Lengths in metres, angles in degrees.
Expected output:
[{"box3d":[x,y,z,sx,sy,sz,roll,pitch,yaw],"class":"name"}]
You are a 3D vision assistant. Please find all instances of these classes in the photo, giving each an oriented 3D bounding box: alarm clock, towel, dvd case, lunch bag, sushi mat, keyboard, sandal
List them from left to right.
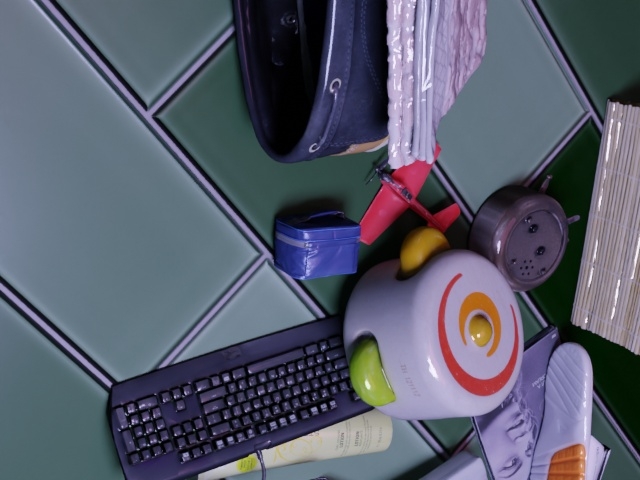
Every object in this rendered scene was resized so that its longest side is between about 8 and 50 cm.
[{"box3d":[-0.071,0.216,1.333,0.317,0.033,0.201,-16,88,-28],"class":"keyboard"},{"box3d":[0.000,0.000,1.330,0.098,0.067,0.065,-7,111,-33],"class":"lunch bag"},{"box3d":[0.125,-0.281,1.190,0.317,0.053,0.332,-62,155,-54],"class":"towel"},{"box3d":[0.238,0.010,1.501,0.192,0.064,0.129,-33,122,-17],"class":"alarm clock"},{"box3d":[0.286,0.247,1.642,0.164,0.018,0.221,-33,122,-21],"class":"dvd case"},{"box3d":[0.351,0.266,1.618,0.076,0.102,0.265,-3,106,-30],"class":"sandal"},{"box3d":[0.405,-0.016,1.545,0.019,0.151,0.316,-6,109,-36],"class":"sushi mat"}]

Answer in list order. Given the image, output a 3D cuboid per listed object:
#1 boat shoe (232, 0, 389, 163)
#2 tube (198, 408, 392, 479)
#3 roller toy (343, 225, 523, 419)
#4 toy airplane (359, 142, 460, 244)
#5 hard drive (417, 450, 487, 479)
[{"box3d":[-0.024,-0.295,1.140,0.156,0.187,0.500,-28,125,-30],"class":"boat shoe"},{"box3d":[-0.030,0.230,1.401,0.240,0.062,0.070,0,62,-29],"class":"tube"},{"box3d":[0.137,0.107,1.378,0.191,0.146,0.209,31,62,-37],"class":"roller toy"},{"box3d":[0.109,-0.042,1.413,0.151,0.028,0.151,-12,114,-29],"class":"toy airplane"},{"box3d":[0.090,0.447,1.493,0.353,0.047,0.233,-26,111,-34],"class":"hard drive"}]
